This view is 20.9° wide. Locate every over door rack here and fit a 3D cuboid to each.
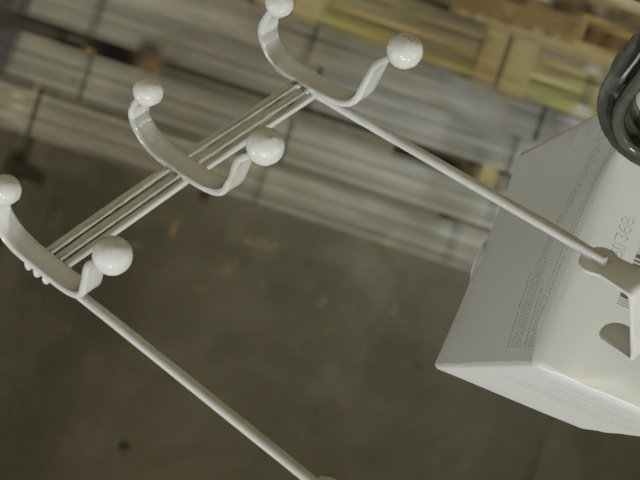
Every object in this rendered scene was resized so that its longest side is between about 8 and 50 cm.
[{"bbox_3d":[0.000,0.000,0.970,0.324,0.239,0.108,40,152,26],"label":"over door rack"}]

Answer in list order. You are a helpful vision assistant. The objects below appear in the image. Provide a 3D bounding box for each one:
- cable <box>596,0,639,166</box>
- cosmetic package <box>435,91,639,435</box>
[{"bbox_3d":[0.172,-0.135,0.813,0.139,0.072,0.287,8,152,28],"label":"cable"},{"bbox_3d":[0.224,0.031,1.355,0.156,0.217,0.385,23,175,-3],"label":"cosmetic package"}]
